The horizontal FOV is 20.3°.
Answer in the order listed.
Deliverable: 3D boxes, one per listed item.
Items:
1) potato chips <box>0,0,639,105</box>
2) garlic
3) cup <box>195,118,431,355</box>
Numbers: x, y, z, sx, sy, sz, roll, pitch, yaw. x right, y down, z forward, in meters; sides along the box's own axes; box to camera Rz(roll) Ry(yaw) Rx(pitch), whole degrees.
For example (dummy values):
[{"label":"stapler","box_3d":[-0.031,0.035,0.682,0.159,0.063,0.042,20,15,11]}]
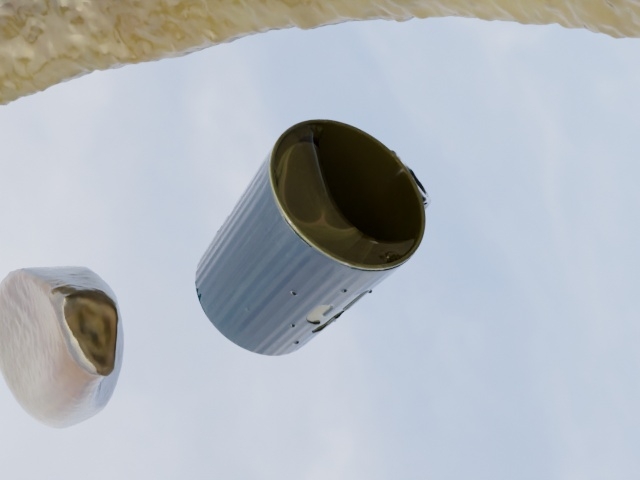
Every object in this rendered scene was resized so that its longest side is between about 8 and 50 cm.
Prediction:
[{"label":"potato chips","box_3d":[-0.011,-0.095,0.639,0.080,0.407,0.057,-54,-54,-31]},{"label":"garlic","box_3d":[-0.231,0.090,1.602,0.112,0.318,0.143,-15,-98,-14]},{"label":"cup","box_3d":[0.000,0.000,1.362,0.176,0.155,0.131,-16,-112,-42]}]
